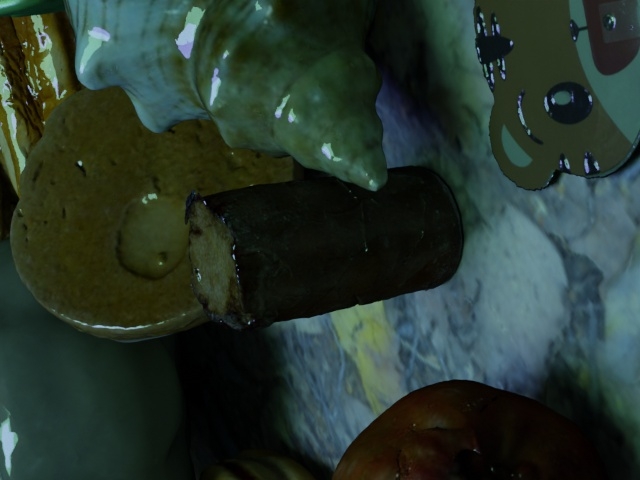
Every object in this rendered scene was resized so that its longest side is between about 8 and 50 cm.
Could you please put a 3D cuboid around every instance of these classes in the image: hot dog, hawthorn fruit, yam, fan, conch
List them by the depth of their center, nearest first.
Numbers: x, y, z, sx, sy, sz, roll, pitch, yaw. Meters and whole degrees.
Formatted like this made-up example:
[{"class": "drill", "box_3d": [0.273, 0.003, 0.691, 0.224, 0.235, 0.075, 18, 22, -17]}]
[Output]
[{"class": "fan", "box_3d": [0.132, -0.100, 0.703, 0.227, 0.008, 0.152, -2, 99, 60]}, {"class": "hawthorn fruit", "box_3d": [0.073, 0.152, 0.789, 0.148, 0.148, 0.172, 62, 163, 23]}, {"class": "yam", "box_3d": [0.000, 0.002, 0.838, 0.079, 0.141, 0.079, 28, 123, 53]}, {"class": "conch", "box_3d": [-0.070, -0.183, 0.845, 0.386, 0.203, 0.169, 56, -173, 8]}, {"class": "hot dog", "box_3d": [-0.201, -0.100, 1.201, 0.102, 0.076, 0.249, -14, 92, 23]}]

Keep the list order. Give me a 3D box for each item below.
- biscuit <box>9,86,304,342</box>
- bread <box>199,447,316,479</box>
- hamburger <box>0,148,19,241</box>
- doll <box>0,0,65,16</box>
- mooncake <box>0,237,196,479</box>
[{"class": "biscuit", "box_3d": [-0.101, -0.019, 0.989, 0.208, 0.049, 0.181, 10, 71, 28]}, {"class": "bread", "box_3d": [-0.027, 0.245, 1.049, 0.116, 0.077, 0.200, 13, 115, 57]}, {"class": "hamburger", "box_3d": [-0.320, -0.018, 1.354, 0.319, 0.158, 0.318, 19, 112, 56]}, {"class": "doll", "box_3d": [-0.221, -0.329, 1.032, 0.160, 0.183, 0.363, 3, 102, 24]}, {"class": "mooncake", "box_3d": [-0.157, 0.123, 1.101, 0.275, 0.135, 0.275, 170, 90, -86]}]
